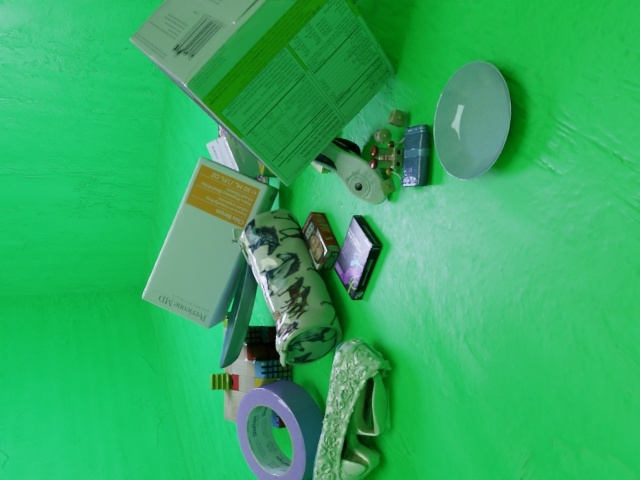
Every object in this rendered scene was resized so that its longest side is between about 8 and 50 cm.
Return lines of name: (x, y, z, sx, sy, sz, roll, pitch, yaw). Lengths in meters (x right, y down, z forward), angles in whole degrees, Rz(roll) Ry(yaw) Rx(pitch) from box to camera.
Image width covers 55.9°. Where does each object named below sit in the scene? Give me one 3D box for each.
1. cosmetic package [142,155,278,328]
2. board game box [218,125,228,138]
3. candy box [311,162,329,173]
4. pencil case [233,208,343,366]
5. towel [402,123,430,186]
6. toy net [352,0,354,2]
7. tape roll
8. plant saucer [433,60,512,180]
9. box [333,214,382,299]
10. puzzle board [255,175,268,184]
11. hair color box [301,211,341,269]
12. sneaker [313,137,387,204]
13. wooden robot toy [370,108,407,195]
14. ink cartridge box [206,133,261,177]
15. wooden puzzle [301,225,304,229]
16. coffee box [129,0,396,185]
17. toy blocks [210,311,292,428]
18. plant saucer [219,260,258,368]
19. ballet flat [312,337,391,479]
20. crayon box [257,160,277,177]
cosmetic package: (-0.324, 0.005, 1.803, 0.161, 0.230, 0.453, -10, -58, -83)
board game box: (-0.357, -0.499, 2.269, 0.145, 0.027, 0.281, -144, 52, -61)
candy box: (-0.018, -0.262, 1.592, 0.206, 0.027, 0.105, 51, 133, 53)
pencil case: (-0.084, 0.116, 1.535, 0.160, 0.183, 0.410, 85, 165, -54)
towel: (0.187, -0.162, 1.161, 0.067, 0.029, 0.119, -169, 81, -64)
toy net: (0.043, -0.524, 1.443, 0.122, 0.045, 0.232, -131, 47, -54)
tape roll: (-0.104, 0.515, 1.599, 0.275, 0.090, 0.275, 9, 103, 43)
plant saucer: (0.259, -0.196, 1.001, 0.195, 0.037, 0.195, -179, 90, -65)
box: (0.083, 0.039, 1.379, 0.116, 0.029, 0.162, 60, 140, 47)
puzzle board: (-0.198, -0.198, 1.987, 0.128, 0.011, 0.096, -162, 74, -64)
hair color box: (0.000, 0.000, 1.532, 0.072, 0.043, 0.141, -62, 38, 37)
sneaker: (0.081, -0.167, 1.336, 0.217, 0.121, 0.079, 40, 120, 16)
wooden robot toy: (0.132, -0.179, 1.237, 0.079, 0.076, 0.173, -154, 66, -74)
ink cartridge box: (-0.278, -0.272, 1.977, 0.219, 0.092, 0.160, 3, 118, 64)
wooden puzzle: (-0.038, 0.001, 1.652, 0.116, 0.014, 0.078, -43, 57, 57)
coffee box: (-0.119, -0.385, 1.259, 0.338, 0.334, 0.337, -47, 45, 1)
toy blocks: (-0.186, 0.402, 1.811, 0.261, 0.191, 0.381, -10, 79, 52)
plant saucer: (-0.224, 0.205, 1.690, 0.317, 0.044, 0.317, -166, 90, -79)
ballet flat: (0.071, 0.416, 1.301, 0.147, 0.147, 0.409, -149, 63, -61)
crayon box: (-0.139, -0.329, 1.748, 0.278, 0.081, 0.165, -108, 28, -44)
